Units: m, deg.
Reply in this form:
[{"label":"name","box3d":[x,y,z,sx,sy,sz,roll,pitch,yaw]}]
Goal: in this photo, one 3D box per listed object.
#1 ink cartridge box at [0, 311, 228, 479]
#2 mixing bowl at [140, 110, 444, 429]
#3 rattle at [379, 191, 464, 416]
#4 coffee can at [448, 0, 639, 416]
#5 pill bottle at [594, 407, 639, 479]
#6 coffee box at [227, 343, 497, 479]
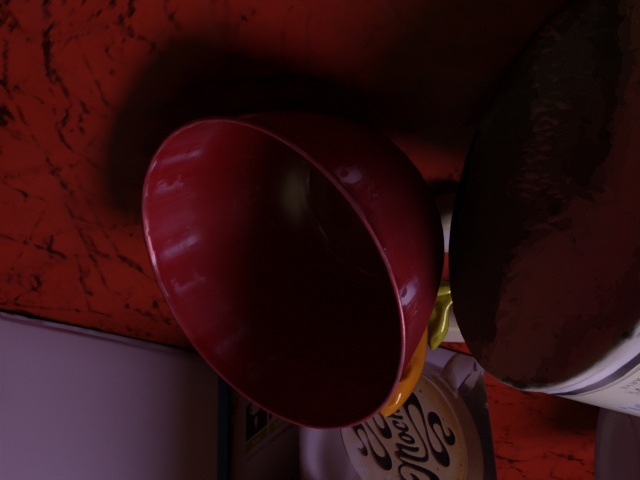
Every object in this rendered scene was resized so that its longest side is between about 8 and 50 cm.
[{"label":"ink cartridge box","box3d":[-0.208,0.214,0.913,0.197,0.198,0.270,14,143,-23]},{"label":"mixing bowl","box3d":[0.000,0.000,0.675,0.181,0.098,0.181,25,131,32]},{"label":"rattle","box3d":[0.120,0.066,0.776,0.130,0.143,0.199,-41,125,18]},{"label":"coffee can","box3d":[0.235,0.007,0.636,0.275,0.201,0.201,17,141,-24]},{"label":"pill bottle","box3d":[0.349,0.170,0.921,0.264,0.146,0.146,2,145,-6]},{"label":"coffee box","box3d":[0.028,0.215,0.838,0.168,0.297,0.119,18,140,-25]}]
